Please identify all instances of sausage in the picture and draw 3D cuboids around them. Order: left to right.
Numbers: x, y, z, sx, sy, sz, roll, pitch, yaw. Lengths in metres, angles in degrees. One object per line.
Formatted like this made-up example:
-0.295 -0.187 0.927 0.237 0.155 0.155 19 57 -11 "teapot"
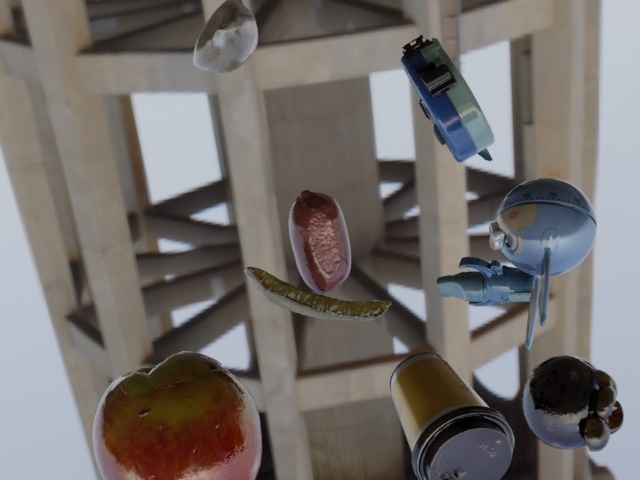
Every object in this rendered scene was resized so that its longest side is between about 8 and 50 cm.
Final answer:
0.000 0.000 2.317 0.148 0.254 0.148 -16 -170 3 "sausage"

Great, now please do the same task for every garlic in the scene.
-0.182 -0.396 1.894 0.112 0.143 0.318 22 -161 -17 "garlic"

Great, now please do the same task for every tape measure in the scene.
0.274 -0.213 1.890 0.098 0.351 0.215 -31 -142 9 "tape measure"

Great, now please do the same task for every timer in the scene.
0.331 0.017 1.539 0.175 0.175 0.255 17 -117 42 "timer"

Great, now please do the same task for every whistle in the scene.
0.414 0.106 2.369 0.269 0.180 0.093 0 -127 18 "whistle"

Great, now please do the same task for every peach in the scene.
-0.294 0.422 2.027 0.370 0.369 0.370 -6 -155 3 "peach"

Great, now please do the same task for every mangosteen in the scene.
0.517 0.334 2.019 0.210 0.209 0.210 -6 -155 3 "mangosteen"

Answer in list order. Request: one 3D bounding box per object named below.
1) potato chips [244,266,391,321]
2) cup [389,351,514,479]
-0.010 0.141 2.300 0.407 0.080 0.057 16 164 -31 "potato chips"
0.236 0.340 1.849 0.197 0.196 0.279 -12 -151 -9 "cup"
